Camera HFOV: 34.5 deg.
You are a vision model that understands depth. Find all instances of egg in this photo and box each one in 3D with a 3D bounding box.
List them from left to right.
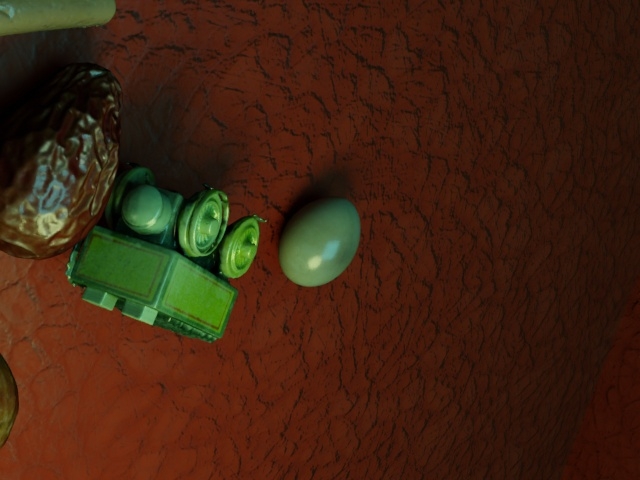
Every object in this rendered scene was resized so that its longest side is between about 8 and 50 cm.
[{"bbox_3d":[0.000,0.000,1.571,0.152,0.114,0.114,-55,138,-14],"label":"egg"}]

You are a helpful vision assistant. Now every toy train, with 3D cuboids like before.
[{"bbox_3d":[-0.190,0.021,1.322,0.188,0.159,0.271,-70,160,-10],"label":"toy train"}]

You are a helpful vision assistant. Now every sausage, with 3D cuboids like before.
[{"bbox_3d":[-0.365,-0.247,1.111,0.301,0.066,0.066,-20,123,-39],"label":"sausage"}]

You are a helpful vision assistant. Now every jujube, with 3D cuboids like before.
[{"bbox_3d":[-0.309,-0.094,1.186,0.168,0.168,0.236,41,67,-48],"label":"jujube"}]

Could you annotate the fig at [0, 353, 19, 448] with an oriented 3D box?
[{"bbox_3d":[-0.451,0.176,1.168,0.205,0.205,0.205,-23,125,-37],"label":"fig"}]
